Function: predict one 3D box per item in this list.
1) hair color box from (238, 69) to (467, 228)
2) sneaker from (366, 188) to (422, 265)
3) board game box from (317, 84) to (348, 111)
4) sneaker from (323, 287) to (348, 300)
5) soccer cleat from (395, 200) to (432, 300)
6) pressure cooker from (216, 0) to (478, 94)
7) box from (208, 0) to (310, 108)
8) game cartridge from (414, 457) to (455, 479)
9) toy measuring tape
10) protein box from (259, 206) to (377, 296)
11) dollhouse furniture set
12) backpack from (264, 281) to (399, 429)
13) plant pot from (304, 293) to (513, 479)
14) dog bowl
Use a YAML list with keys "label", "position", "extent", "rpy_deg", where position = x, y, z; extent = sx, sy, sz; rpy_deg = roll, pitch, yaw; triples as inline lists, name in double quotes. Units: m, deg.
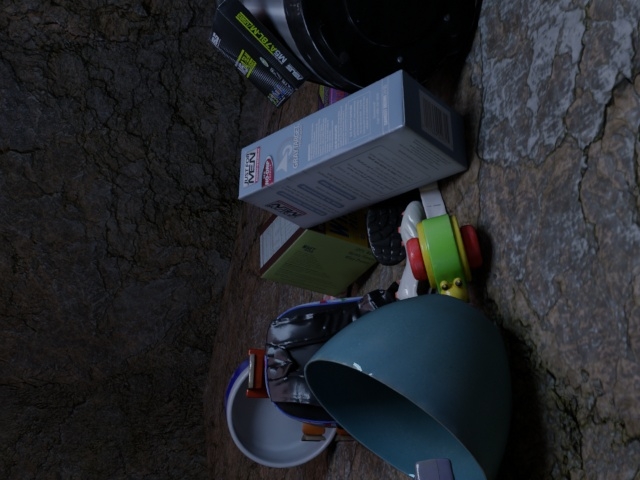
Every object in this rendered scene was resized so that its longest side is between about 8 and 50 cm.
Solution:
- label: "hair color box"
  position: [0.049, -0.145, 1.296]
  extent: [0.374, 0.185, 0.113]
  rpy_deg: [-20, 59, 38]
- label: "sneaker"
  position: [0.142, -0.073, 1.441]
  extent: [0.124, 0.107, 0.283]
  rpy_deg: [97, 178, -68]
- label: "board game box"
  position: [0.025, -0.280, 1.855]
  extent: [0.208, 0.056, 0.346]
  rpy_deg: [-97, 8, -56]
- label: "sneaker"
  position: [0.049, 0.122, 1.733]
  extent: [0.070, 0.051, 0.134]
  rpy_deg: [-113, 35, -44]
- label: "soccer cleat"
  position: [0.180, 0.024, 1.302]
  extent: [0.076, 0.068, 0.196]
  rpy_deg: [-8, 73, 53]
- label: "pressure cooker"
  position: [0.034, -0.461, 1.342]
  extent: [0.375, 0.370, 0.420]
  rpy_deg: [-52, 29, 0]
- label: "box"
  position: [-0.111, -0.323, 1.279]
  extent: [0.045, 0.184, 0.191]
  rpy_deg: [-49, 11, -9]
- label: "game cartridge"
  position: [0.165, 0.460, 0.975]
  extent: [0.355, 0.068, 0.230]
  rpy_deg: [82, 178, -55]
- label: "toy measuring tape"
  position: [0.189, -0.025, 1.182]
  extent: [0.330, 0.121, 0.121]
  rpy_deg: [-93, 18, -47]
- label: "protein box"
  position: [0.000, 0.000, 1.599]
  extent: [0.201, 0.200, 0.136]
  rpy_deg: [-45, 39, 43]
- label: "dollhouse furniture set"
  position: [-0.024, 0.287, 1.536]
  extent: [0.135, 0.259, 0.262]
  rpy_deg: [120, 153, -73]
- label: "backpack"
  position: [0.029, 0.228, 1.367]
  extent: [0.213, 0.263, 0.276]
  rpy_deg: [93, 178, -70]
- label: "plant pot"
  position: [0.151, 0.190, 1.022]
  extent: [0.195, 0.290, 0.290]
  rpy_deg: [-50, 2, -25]
- label: "dog bowl"
  position: [-0.090, 0.386, 1.709]
  extent: [0.104, 0.265, 0.265]
  rpy_deg: [-167, 84, -77]
